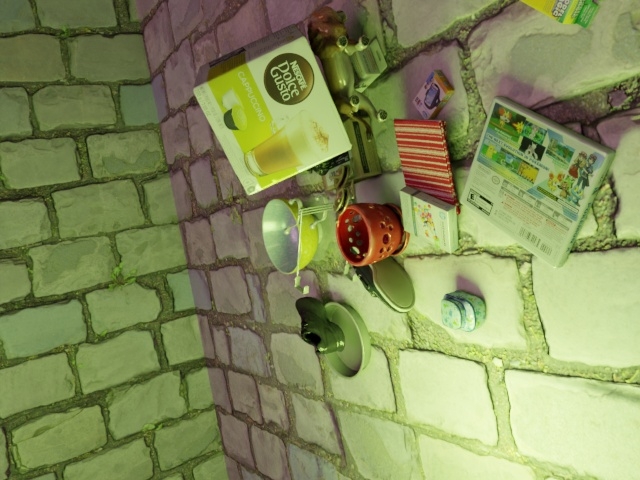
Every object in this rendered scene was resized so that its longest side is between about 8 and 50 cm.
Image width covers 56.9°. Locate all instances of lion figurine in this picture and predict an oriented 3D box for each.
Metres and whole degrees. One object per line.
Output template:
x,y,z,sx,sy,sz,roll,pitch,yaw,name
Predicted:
0.063,-0.493,1.754,0.240,0.142,0.392,24,127,60,lion figurine

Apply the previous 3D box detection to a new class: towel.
0.295,-0.205,1.644,0.199,0.031,0.275,18,128,55,towel

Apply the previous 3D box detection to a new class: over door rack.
0.000,0.000,2.034,0.108,0.239,0.324,15,112,53,over door rack

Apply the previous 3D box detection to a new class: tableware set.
0.058,-0.162,1.826,0.128,0.039,0.194,122,158,-43,tableware set

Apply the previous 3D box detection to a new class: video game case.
0.494,-0.143,1.406,0.329,0.036,0.300,45,136,42,video game case

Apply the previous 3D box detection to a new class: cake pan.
0.090,0.366,2.190,0.293,0.054,0.293,26,122,52,cake pan

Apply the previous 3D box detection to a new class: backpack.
0.392,0.201,1.634,0.114,0.084,0.105,13,113,53,backpack

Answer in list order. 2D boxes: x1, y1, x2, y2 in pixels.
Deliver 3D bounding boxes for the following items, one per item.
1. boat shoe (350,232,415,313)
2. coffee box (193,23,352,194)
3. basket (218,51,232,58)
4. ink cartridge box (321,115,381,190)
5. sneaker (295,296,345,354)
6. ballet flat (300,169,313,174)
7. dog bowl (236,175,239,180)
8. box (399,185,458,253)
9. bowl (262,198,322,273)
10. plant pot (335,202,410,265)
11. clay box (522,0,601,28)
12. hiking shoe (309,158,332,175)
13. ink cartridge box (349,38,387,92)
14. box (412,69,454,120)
0.185,0.122,1.895,0.340,0.127,0.113,53,143,35,boat shoe
-0.140,-0.396,1.734,0.338,0.334,0.337,-106,-8,-64,coffee box
-0.322,-0.687,2.384,0.113,0.167,0.103,64,150,21,basket
0.084,-0.281,1.953,0.235,0.088,0.193,-16,88,59,ink cartridge box
-0.028,0.310,2.185,0.286,0.130,0.109,44,137,43,sneaker
-0.046,-0.396,2.113,0.123,0.123,0.348,42,133,43,ballet flat
-0.187,-0.400,2.116,0.408,0.150,0.408,10,-90,-88,dog bowl
0.307,-0.061,1.677,0.186,0.038,0.145,31,144,44,box
-0.087,-0.028,2.240,0.289,0.156,0.289,26,122,51,bowl
0.165,-0.028,1.827,0.191,0.174,0.191,26,122,52,plant pot
0.496,-0.551,1.248,0.222,0.053,0.127,52,140,37,clay box
0.015,-0.272,1.922,0.227,0.086,0.114,6,119,63,hiking shoe
0.120,-0.533,1.836,0.181,0.061,0.104,-35,72,55,ink cartridge box
0.305,-0.391,1.626,0.081,0.028,0.136,62,143,23,box
